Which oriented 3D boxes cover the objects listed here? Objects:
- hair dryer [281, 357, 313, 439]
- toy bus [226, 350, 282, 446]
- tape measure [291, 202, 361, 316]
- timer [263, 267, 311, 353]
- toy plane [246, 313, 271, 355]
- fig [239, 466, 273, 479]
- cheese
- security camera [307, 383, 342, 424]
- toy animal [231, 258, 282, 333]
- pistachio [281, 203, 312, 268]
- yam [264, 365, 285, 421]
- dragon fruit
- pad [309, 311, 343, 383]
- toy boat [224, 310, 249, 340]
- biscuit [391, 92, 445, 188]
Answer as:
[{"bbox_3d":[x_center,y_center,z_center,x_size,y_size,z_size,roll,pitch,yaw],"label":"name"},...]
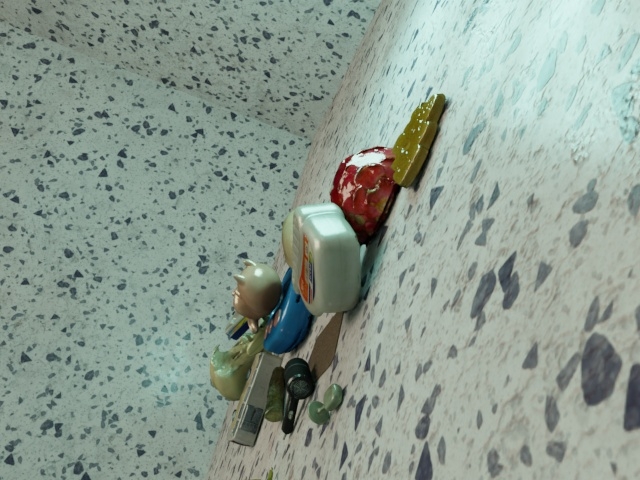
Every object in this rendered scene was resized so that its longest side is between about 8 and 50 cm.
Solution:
[{"bbox_3d":[-0.074,0.431,1.674,0.124,0.072,0.219,-111,34,-75],"label":"hair dryer"},{"bbox_3d":[-0.238,0.577,2.318,0.138,0.097,0.342,-27,42,69],"label":"toy bus"},{"bbox_3d":[0.013,0.055,1.534,0.265,0.130,0.258,-125,32,-54],"label":"tape measure"},{"bbox_3d":[-0.091,0.214,2.120,0.340,0.115,0.309,125,162,-62],"label":"timer"},{"bbox_3d":[-0.188,0.323,2.336,0.244,0.092,0.229,-41,23,-24],"label":"toy plane"},{"bbox_3d":[-0.162,0.641,1.576,0.159,0.159,0.257,-68,-9,17],"label":"fig"},{"bbox_3d":[-0.303,0.483,2.449,0.266,0.127,0.233,-34,-52,-38],"label":"cheese"},{"bbox_3d":[0.017,0.346,1.347,0.092,0.058,0.058,-48,20,37],"label":"security camera"},{"bbox_3d":[-0.205,0.169,2.051,0.166,0.154,0.250,-53,-9,-30],"label":"toy animal"},{"bbox_3d":[0.000,0.000,1.797,0.226,0.207,0.332,-35,17,-11],"label":"pistachio"},{"bbox_3d":[-0.141,0.484,2.017,0.274,0.061,0.061,-93,24,-72],"label":"yam"},{"bbox_3d":[0.107,-0.120,1.563,0.163,0.189,0.261,13,-86,-67],"label":"dragon fruit"},{"bbox_3d":[0.008,0.289,1.677,0.266,0.002,0.176,121,166,-53],"label":"pad"},{"bbox_3d":[-0.237,0.239,2.286,0.295,0.088,0.129,-45,6,35],"label":"toy boat"},{"bbox_3d":[0.210,-0.207,1.397,0.212,0.041,0.238,-48,23,55],"label":"biscuit"}]
